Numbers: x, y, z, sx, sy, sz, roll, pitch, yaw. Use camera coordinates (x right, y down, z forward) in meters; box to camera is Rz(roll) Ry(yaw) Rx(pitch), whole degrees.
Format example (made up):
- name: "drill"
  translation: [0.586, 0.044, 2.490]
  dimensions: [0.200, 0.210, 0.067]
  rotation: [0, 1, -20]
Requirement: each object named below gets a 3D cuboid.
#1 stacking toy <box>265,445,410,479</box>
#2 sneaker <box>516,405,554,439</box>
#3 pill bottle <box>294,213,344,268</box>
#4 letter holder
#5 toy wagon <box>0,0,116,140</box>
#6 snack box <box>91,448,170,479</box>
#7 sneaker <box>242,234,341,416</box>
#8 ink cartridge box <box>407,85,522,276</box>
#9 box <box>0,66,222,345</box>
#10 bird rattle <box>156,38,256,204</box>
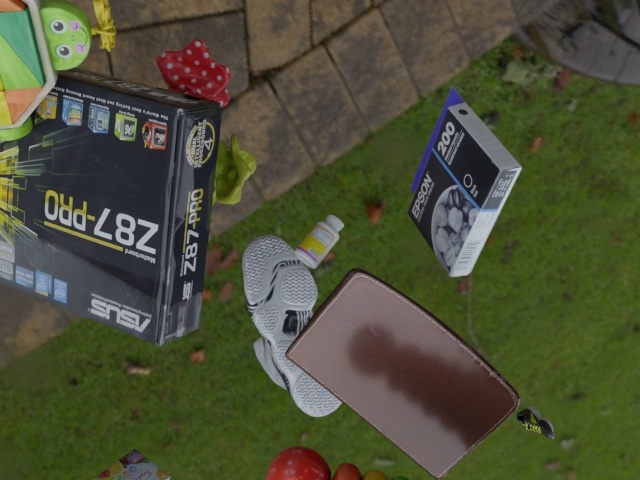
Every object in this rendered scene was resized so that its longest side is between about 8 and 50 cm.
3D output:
- name: "stacking toy"
  translation: [0.087, 0.355, 1.224]
  dimensions: [0.330, 0.141, 0.141]
  rotation: [21, 115, 2]
- name: "sneaker"
  translation: [0.350, 0.302, 1.515]
  dimensions: [0.035, 0.083, 0.031]
  rotation: [-17, 113, -15]
- name: "pill bottle"
  translation: [0.000, 0.000, 1.444]
  dimensions: [0.083, 0.043, 0.043]
  rotation: [-51, 132, -13]
- name: "letter holder"
  translation: [0.140, 0.166, 1.393]
  dimensions: [0.302, 0.152, 0.214]
  rotation: [39, 121, 1]
- name: "toy wagon"
  translation: [-0.421, -0.240, 1.111]
  dimensions: [0.344, 0.068, 0.267]
  rotation: [-5, 128, -3]
- name: "snack box"
  translation: [-0.381, 0.486, 1.854]
  dimensions: [0.037, 0.100, 0.141]
  rotation: [-62, 165, 26]
- name: "sneaker"
  translation: [-0.078, 0.161, 1.826]
  dimensions: [0.137, 0.210, 0.366]
  rotation: [-24, 100, -17]
- name: "ink cartridge box"
  translation: [0.195, -0.090, 1.386]
  dimensions: [0.045, 0.208, 0.206]
  rotation: [-4, 133, -26]
- name: "box"
  translation: [-0.329, -0.070, 1.262]
  dimensions: [0.097, 0.395, 0.318]
  rotation: [-26, 129, -57]
- name: "bird rattle"
  translation: [-0.205, -0.159, 1.376]
  dimensions: [0.207, 0.143, 0.254]
  rotation: [-23, 89, -15]
